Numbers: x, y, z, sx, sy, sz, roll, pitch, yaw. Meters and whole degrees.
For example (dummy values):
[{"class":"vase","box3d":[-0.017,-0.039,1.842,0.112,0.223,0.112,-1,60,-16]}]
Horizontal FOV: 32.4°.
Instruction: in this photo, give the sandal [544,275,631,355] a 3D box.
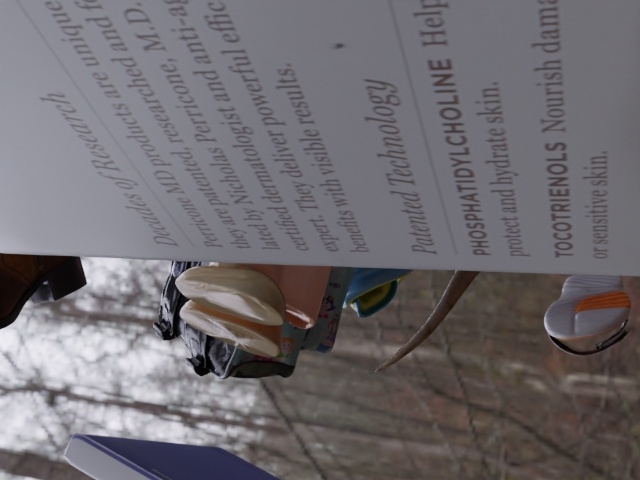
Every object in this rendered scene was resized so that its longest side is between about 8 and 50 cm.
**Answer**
[{"class":"sandal","box3d":[0.352,0.103,1.410,0.265,0.102,0.076,-32,-64,-67]}]

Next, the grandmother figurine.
[{"class":"grandmother figurine","box3d":[0.000,-0.089,0.803,0.208,0.104,0.342,123,170,-68]}]

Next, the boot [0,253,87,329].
[{"class":"boot","box3d":[-0.445,-0.027,1.413,0.264,0.096,0.280,-29,-77,-41]}]

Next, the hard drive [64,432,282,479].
[{"class":"hard drive","box3d":[-0.152,0.316,1.435,0.318,0.210,0.040,25,-93,-60]}]

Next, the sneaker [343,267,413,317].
[{"class":"sneaker","box3d":[0.000,0.000,1.477,0.127,0.319,0.208,-22,-76,-32]}]

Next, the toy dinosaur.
[{"class":"toy dinosaur","box3d":[0.114,-0.010,0.714,0.211,0.064,0.112,-51,-24,-36]}]

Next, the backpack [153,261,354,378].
[{"class":"backpack","box3d":[-0.072,0.013,1.277,0.191,0.225,0.253,-3,-67,-31]}]

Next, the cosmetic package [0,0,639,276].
[{"class":"cosmetic package","box3d":[-0.022,-0.200,0.539,0.327,0.393,0.329,63,-147,-59]}]
